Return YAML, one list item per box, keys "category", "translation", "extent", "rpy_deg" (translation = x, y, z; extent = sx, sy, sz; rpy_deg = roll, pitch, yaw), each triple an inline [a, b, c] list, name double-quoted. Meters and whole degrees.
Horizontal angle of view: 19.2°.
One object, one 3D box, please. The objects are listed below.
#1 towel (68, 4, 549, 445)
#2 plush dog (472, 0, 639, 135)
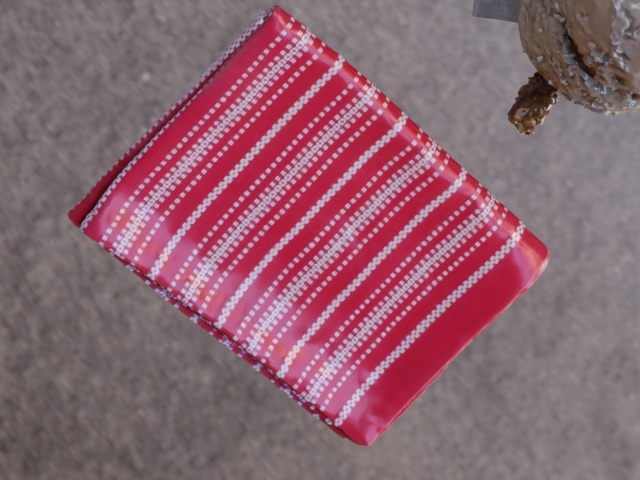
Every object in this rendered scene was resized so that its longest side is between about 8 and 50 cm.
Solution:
- category: "towel"
  translation: [0.000, 0.000, 1.235]
  extent: [0.199, 0.031, 0.275]
  rpy_deg: [-45, 117, 10]
- category: "plush dog"
  translation: [0.235, -0.169, 1.439]
  extent: [0.210, 0.225, 0.262]
  rpy_deg: [-44, 94, -3]
